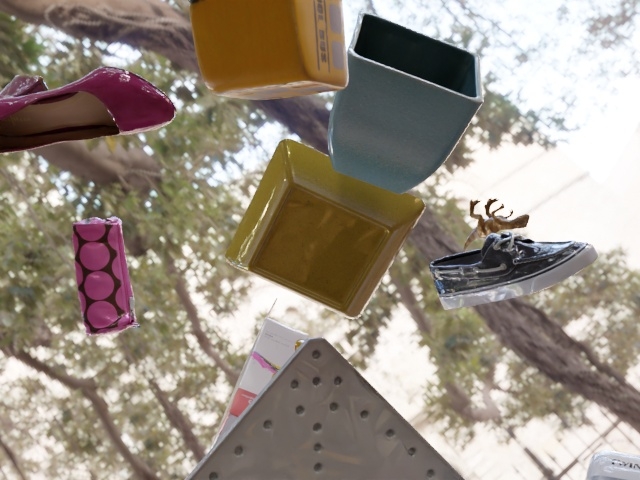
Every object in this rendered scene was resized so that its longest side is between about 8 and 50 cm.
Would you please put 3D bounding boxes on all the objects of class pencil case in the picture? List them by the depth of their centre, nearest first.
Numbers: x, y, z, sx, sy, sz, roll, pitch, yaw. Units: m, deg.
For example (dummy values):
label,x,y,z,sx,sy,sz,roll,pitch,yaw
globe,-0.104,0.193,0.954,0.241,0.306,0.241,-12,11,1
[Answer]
label,x,y,z,sx,sy,sz,roll,pitch,yaw
pencil case,-0.378,0.060,1.527,0.098,0.209,0.095,-13,-3,33

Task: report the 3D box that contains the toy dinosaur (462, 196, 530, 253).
label,x,y,z,sx,sy,sz,roll,pitch,yaw
toy dinosaur,0.345,-0.029,1.832,0.064,0.112,0.211,4,-21,-33

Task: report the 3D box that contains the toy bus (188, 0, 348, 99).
label,x,y,z,sx,sy,sz,roll,pitch,yaw
toy bus,-0.053,-0.299,0.766,0.130,0.108,0.332,-11,-82,-62

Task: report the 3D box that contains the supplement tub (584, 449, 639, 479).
label,x,y,z,sx,sy,sz,roll,pitch,yaw
supplement tub,0.456,0.357,0.973,0.193,0.316,0.193,5,-90,-66

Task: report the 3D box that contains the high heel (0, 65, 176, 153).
label,x,y,z,sx,sy,sz,roll,pitch,yaw
high heel,-0.413,-0.181,1.398,0.181,0.377,0.127,-60,-39,-34

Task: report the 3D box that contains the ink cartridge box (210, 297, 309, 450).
label,x,y,z,sx,sy,sz,roll,pitch,yaw
ink cartridge box,-0.074,0.187,1.158,0.115,0.067,0.198,117,175,-48

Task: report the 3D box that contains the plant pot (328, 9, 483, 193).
label,x,y,z,sx,sy,sz,roll,pitch,yaw
plant pot,0.136,-0.237,1.613,0.247,0.248,0.252,-77,7,-58

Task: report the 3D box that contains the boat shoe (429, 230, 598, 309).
label,x,y,z,sx,sy,sz,roll,pitch,yaw
boat shoe,0.311,0.035,1.450,0.301,0.102,0.108,-19,9,45

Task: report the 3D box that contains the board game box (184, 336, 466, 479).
label,x,y,z,sx,sy,sz,roll,pitch,yaw
board game box,-0.010,0.376,1.005,0.390,0.390,0.050,-48,18,-16

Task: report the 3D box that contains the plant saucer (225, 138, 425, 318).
label,x,y,z,sx,sy,sz,roll,pitch,yaw
plant saucer,0.000,0.000,1.805,0.081,0.333,0.333,-77,14,-61
